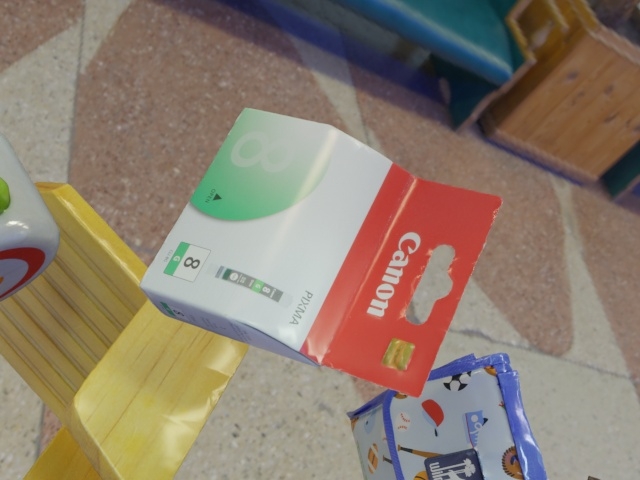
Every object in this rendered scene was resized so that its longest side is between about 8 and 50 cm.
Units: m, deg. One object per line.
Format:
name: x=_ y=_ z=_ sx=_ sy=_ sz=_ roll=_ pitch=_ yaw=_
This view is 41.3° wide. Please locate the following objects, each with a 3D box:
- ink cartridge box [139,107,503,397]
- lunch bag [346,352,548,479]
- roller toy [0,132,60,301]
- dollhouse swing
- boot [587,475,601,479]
ink cartridge box: x=0.000 y=0.000 z=0.644 sx=0.225 sy=0.056 sz=0.181 roll=14 pitch=64 yaw=27
lunch bag: x=0.214 y=0.373 z=1.332 sx=0.239 sy=0.385 sz=0.327 roll=-5 pitch=71 yaw=-24
roller toy: x=-0.359 y=-0.013 z=0.787 sx=0.146 sy=0.209 sz=0.191 roll=58 pitch=7 yaw=10
dollhouse swing: x=-0.304 y=0.169 z=0.909 sx=0.305 sy=0.347 sz=0.315 roll=37 pitch=40 yaw=-6
boot: x=0.392 y=0.359 z=1.106 sx=0.114 sy=0.037 sz=0.106 roll=37 pitch=13 yaw=9
